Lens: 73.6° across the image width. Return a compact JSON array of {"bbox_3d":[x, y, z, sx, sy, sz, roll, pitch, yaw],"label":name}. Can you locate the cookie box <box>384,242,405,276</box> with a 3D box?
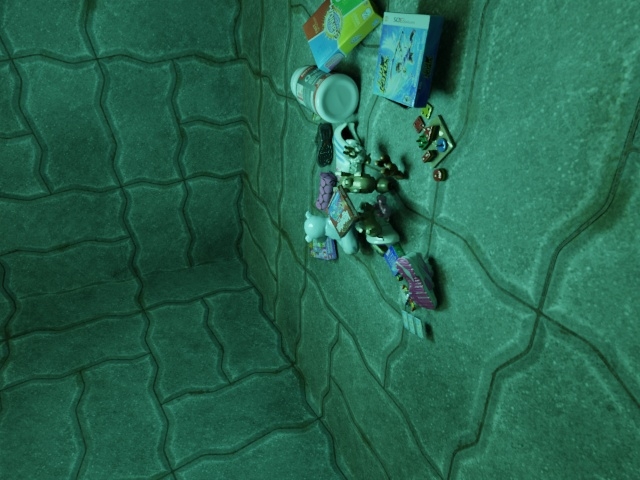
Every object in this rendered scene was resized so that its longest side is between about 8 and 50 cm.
[{"bbox_3d":[0.320,0.081,1.804,0.091,0.040,0.107,113,140,-52],"label":"cookie box"}]

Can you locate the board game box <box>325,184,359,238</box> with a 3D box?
[{"bbox_3d":[0.084,-0.110,1.743,0.145,0.027,0.281,61,165,10],"label":"board game box"}]

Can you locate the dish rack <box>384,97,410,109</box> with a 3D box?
[{"bbox_3d":[0.306,-0.619,1.499,0.208,0.074,0.271,51,143,46],"label":"dish rack"}]

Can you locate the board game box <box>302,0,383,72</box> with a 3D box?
[{"bbox_3d":[0.082,-0.888,1.746,0.317,0.064,0.242,-33,67,37],"label":"board game box"}]

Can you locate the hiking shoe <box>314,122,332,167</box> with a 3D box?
[{"bbox_3d":[0.015,-0.498,2.232,0.114,0.086,0.226,-120,32,-66],"label":"hiking shoe"}]

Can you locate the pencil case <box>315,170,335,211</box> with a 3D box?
[{"bbox_3d":[0.023,-0.261,2.280,0.098,0.095,0.209,24,128,20],"label":"pencil case"}]

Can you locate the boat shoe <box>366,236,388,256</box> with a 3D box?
[{"bbox_3d":[0.246,0.016,1.928,0.152,0.056,0.049,57,143,42],"label":"boat shoe"}]

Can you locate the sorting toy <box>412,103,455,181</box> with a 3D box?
[{"bbox_3d":[0.381,-0.346,1.477,0.132,0.046,0.274,127,129,-60],"label":"sorting toy"}]

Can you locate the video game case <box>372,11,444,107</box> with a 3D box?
[{"bbox_3d":[0.278,-0.600,1.413,0.244,0.061,0.269,47,138,51],"label":"video game case"}]

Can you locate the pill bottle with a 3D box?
[{"bbox_3d":[0.005,-0.692,1.981,0.363,0.210,0.210,-132,38,-50],"label":"pill bottle"}]

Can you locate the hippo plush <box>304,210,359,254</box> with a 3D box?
[{"bbox_3d":[0.048,-0.034,2.013,0.294,0.237,0.234,37,-135,-75],"label":"hippo plush"}]

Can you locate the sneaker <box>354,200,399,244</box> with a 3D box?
[{"bbox_3d":[0.233,-0.078,1.841,0.305,0.114,0.152,-138,43,-55],"label":"sneaker"}]

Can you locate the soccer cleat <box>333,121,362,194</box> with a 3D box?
[{"bbox_3d":[0.132,-0.377,1.945,0.143,0.116,0.330,157,102,-67],"label":"soccer cleat"}]

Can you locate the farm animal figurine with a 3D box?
[{"bbox_3d":[0.197,-0.202,1.754,0.327,0.172,0.330,30,108,32],"label":"farm animal figurine"}]

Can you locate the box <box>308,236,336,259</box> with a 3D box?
[{"bbox_3d":[0.000,0.000,2.465,0.293,0.057,0.200,-176,76,-70],"label":"box"}]

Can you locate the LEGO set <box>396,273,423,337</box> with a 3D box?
[{"bbox_3d":[0.349,0.266,1.756,0.182,0.060,0.244,-157,57,-78],"label":"LEGO set"}]

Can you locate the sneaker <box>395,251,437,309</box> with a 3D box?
[{"bbox_3d":[0.386,0.147,1.616,0.103,0.111,0.252,-1,121,54],"label":"sneaker"}]

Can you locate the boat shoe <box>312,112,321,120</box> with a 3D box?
[{"bbox_3d":[-0.031,-0.711,2.262,0.056,0.048,0.152,-175,76,-66],"label":"boat shoe"}]
